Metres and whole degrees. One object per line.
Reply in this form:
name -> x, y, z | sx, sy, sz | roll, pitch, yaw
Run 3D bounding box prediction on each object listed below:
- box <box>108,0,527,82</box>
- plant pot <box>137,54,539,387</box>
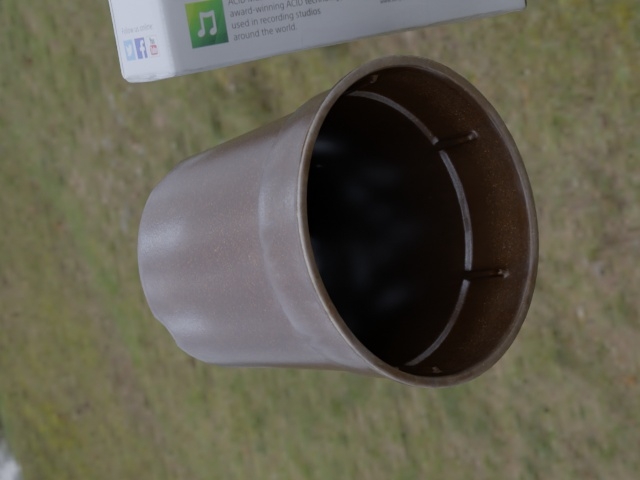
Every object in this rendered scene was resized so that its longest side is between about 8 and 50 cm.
box -> -0.018, -0.256, 0.775 | 0.058, 0.232, 0.322 | 4, 105, 54
plant pot -> 0.000, 0.000, 0.824 | 0.165, 0.167, 0.167 | -11, 89, 48
